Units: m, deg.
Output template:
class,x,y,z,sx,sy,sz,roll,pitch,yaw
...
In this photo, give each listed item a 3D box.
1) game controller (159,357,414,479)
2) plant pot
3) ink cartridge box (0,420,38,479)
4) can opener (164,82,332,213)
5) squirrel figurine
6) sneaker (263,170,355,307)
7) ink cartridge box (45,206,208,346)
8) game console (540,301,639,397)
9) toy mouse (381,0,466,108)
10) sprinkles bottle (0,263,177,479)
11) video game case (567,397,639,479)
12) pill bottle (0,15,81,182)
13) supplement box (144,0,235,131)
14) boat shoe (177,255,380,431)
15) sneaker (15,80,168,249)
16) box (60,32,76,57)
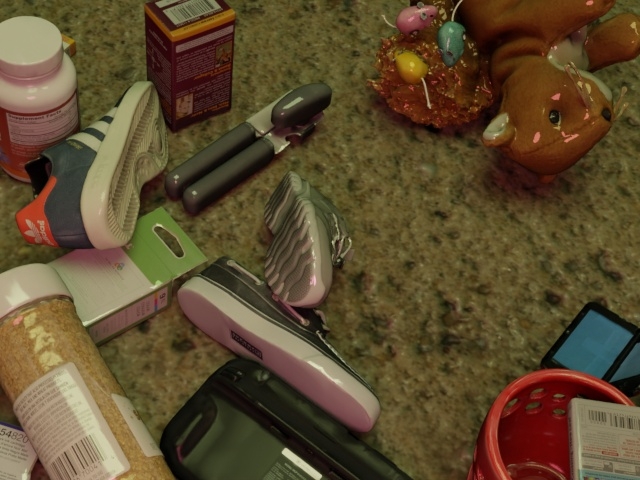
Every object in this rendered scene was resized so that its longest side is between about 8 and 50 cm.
class,x,y,z,sx,sy,sz,roll,pitch,yaw
game controller,-0.030,0.273,1.229,0.319,0.067,0.166,35,74,18
plant pot,0.259,0.267,1.198,0.191,0.174,0.191,4,51,-5
ink cartridge box,-0.442,0.284,1.165,0.223,0.045,0.224,17,51,4
can opener,-0.102,-0.144,1.526,0.074,0.093,0.280,40,62,20
squirrel figurine,0.281,-0.268,1.590,0.397,0.281,0.370,-7,73,34
sneaker,0.000,0.000,1.366,0.115,0.105,0.281,26,25,-17
ink cartridge box,-0.260,0.053,1.361,0.209,0.062,0.109,-30,62,-27
game console,0.379,0.135,1.380,0.085,0.124,0.144,49,58,-4
toy mouse,0.151,-0.292,1.504,0.161,0.143,0.031,54,21,26
sprinkles bottle,-0.265,0.197,1.177,0.121,0.121,0.355,-26,70,-25
video game case,0.361,0.265,1.095,0.212,0.023,0.193,9,54,-4
pill bottle,-0.384,-0.188,1.432,0.121,0.216,0.121,4,52,-5
supplement box,-0.188,-0.260,1.535,0.104,0.188,0.081,-26,59,-25
boat shoe,-0.035,0.118,1.322,0.301,0.108,0.102,31,56,24
sneaker,-0.302,-0.107,1.418,0.148,0.131,0.350,-6,29,11
box,-0.442,-0.273,1.611,0.081,0.028,0.136,28,52,13
